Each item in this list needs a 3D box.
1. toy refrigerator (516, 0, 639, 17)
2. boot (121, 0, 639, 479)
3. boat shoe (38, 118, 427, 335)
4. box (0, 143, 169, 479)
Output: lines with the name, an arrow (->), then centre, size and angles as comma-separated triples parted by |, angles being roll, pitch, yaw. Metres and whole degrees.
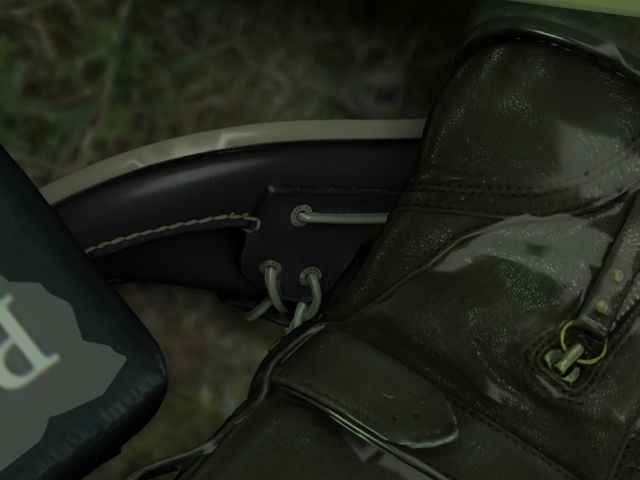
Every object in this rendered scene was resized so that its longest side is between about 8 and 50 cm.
toy refrigerator -> -0.002, -0.143, 0.442 | 0.269, 0.094, 0.102 | 14, 73, 29
boot -> 0.094, 0.064, 0.431 | 0.263, 0.091, 0.229 | 28, 67, 1
boat shoe -> 0.000, 0.000, 0.495 | 0.206, 0.075, 0.065 | -9, 78, -17
box -> -0.277, -0.019, 0.376 | 0.293, 0.212, 0.395 | -38, 88, -16
